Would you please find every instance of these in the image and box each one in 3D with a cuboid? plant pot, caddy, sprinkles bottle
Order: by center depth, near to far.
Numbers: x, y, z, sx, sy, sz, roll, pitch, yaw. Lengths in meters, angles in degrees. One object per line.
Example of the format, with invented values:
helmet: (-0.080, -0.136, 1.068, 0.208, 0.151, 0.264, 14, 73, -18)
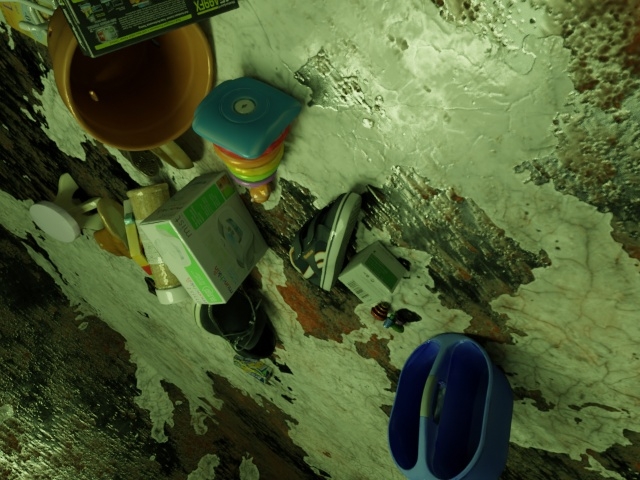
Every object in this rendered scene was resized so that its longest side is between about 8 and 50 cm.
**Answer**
plant pot: (-0.391, -0.355, 0.851, 0.203, 0.291, 0.290, 41, 146, 26)
caddy: (0.285, 0.383, 0.979, 0.242, 0.341, 0.179, -14, 135, 45)
plant pot: (-0.419, -0.251, 1.069, 0.236, 0.032, 0.236, 35, 168, 8)
sprinkles bottle: (-0.472, 0.010, 1.296, 0.121, 0.121, 0.354, -1, 107, 40)

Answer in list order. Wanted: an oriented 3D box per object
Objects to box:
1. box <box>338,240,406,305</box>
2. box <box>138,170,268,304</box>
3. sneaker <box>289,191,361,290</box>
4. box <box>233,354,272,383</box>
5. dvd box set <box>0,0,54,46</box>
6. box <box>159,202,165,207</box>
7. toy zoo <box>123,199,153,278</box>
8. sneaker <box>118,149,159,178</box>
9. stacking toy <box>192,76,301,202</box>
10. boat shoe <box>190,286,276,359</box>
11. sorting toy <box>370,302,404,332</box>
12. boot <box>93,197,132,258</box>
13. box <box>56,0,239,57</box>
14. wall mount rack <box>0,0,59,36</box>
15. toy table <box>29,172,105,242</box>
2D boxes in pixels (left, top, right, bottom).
box: (0.119, 0.076, 0.991, 0.101, 0.087, 0.102, 44, 142, -6)
box: (-0.291, -0.007, 1.121, 0.127, 0.231, 0.261, -6, 123, 33)
sneaker: (0.000, 0.000, 0.981, 0.128, 0.126, 0.321, 26, 142, 9)
box: (-0.282, 0.527, 1.803, 0.169, 0.054, 0.059, 27, 140, 17)
dvd box set: (-0.600, -0.568, 0.961, 0.421, 0.062, 0.307, 30, 141, 11)
box: (-0.371, -0.037, 1.226, 0.029, 0.116, 0.162, -43, 74, 22)
toy zoo: (-0.567, -0.001, 1.372, 0.293, 0.030, 0.192, 98, 156, -67)
sneaker: (-0.532, -0.253, 1.235, 0.188, 0.066, 0.071, 51, 158, -6)
stacking toy: (-0.143, -0.179, 0.928, 0.166, 0.175, 0.301, 29, 155, 15)
boat shoe: (-0.259, 0.256, 1.384, 0.156, 0.186, 0.500, 15, 150, 20)
sorting toy: (0.178, 0.194, 1.098, 0.102, 0.061, 0.042, 30, 108, 1)
boot: (-0.782, -0.034, 1.601, 0.212, 0.104, 0.295, 0, 136, 28)
box: (-0.280, -0.434, 0.659, 0.060, 0.270, 0.216, 33, 148, 43)
wall mount rack: (-0.670, -0.573, 0.858, 0.305, 0.130, 0.349, 25, 138, 17)
toy table: (-0.952, -0.109, 1.633, 0.275, 0.160, 0.252, 13, 135, 30)
